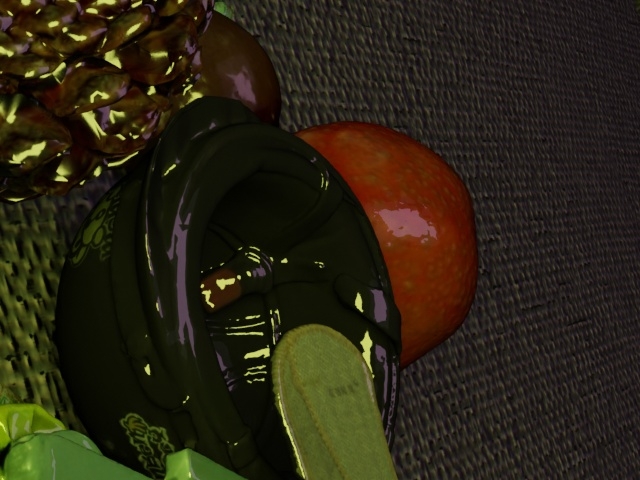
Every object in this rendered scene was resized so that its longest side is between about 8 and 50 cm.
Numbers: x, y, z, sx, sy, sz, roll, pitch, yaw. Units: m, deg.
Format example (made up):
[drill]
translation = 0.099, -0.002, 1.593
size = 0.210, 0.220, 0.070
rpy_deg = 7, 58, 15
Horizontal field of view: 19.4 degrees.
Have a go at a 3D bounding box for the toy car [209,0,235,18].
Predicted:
[toy car]
translation = -0.109, -0.200, 1.370
size = 0.069, 0.055, 0.142
rpy_deg = 44, 21, -50

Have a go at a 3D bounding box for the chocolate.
[chocolate]
translation = -0.100, -0.106, 1.281
size = 0.133, 0.127, 0.124
rpy_deg = 51, -3, -16

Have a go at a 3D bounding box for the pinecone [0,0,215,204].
[pinecone]
translation = -0.161, -0.116, 0.997
size = 0.221, 0.221, 0.221
rpy_deg = 48, 32, -44

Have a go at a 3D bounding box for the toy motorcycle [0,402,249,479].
[toy motorcycle]
translation = -0.078, 0.227, 0.972
size = 0.326, 0.191, 0.200
rpy_deg = 38, 41, -39

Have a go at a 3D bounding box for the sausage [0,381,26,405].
[sausage]
translation = -0.141, 0.136, 1.067
size = 0.269, 0.033, 0.033
rpy_deg = 49, 31, -44

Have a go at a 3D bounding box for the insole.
[insole]
translation = 0.048, 0.208, 0.981
size = 0.119, 0.009, 0.348
rpy_deg = -10, 78, -55

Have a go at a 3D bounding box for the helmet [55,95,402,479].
[helmet]
translation = -0.072, 0.053, 1.118
size = 0.279, 0.160, 0.230
rpy_deg = 51, 43, -35

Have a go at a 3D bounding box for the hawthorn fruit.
[hawthorn fruit]
translation = 0.000, 0.000, 1.296
size = 0.225, 0.196, 0.196
rpy_deg = 22, 53, -50
